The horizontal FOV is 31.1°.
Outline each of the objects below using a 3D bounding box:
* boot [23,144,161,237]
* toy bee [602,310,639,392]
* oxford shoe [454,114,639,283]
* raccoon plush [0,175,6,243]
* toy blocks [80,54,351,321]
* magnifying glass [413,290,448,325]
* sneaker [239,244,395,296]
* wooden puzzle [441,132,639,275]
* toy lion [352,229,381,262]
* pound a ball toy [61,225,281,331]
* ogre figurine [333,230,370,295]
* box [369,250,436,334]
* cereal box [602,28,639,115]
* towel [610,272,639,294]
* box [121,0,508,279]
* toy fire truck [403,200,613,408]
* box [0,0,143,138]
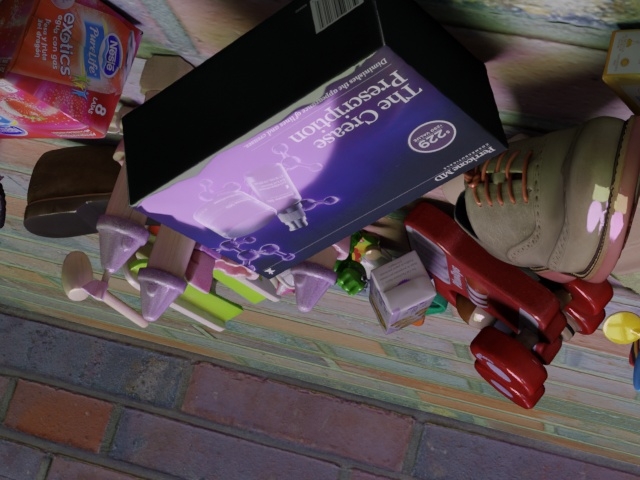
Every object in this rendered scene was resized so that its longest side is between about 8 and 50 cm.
[{"bbox_3d":[-0.243,-0.080,1.528,0.305,0.115,0.112,-4,155,5],"label":"boot"},{"bbox_3d":[0.484,0.137,1.478,0.195,0.162,0.298,10,-167,-21],"label":"toy bee"},{"bbox_3d":[0.183,-0.033,0.972,0.130,0.123,0.348,16,168,1],"label":"oxford shoe"},{"bbox_3d":[-0.500,-0.114,1.160,0.299,0.216,0.446,31,150,43],"label":"raccoon plush"},{"bbox_3d":[-0.151,-0.029,1.252,0.309,0.260,0.288,8,165,29],"label":"toy blocks"},{"bbox_3d":[0.166,0.111,1.938,0.092,0.026,0.231,14,164,6],"label":"magnifying glass"},{"bbox_3d":[-0.019,0.033,1.642,0.252,0.111,0.103,12,166,3],"label":"sneaker"},{"bbox_3d":[0.270,-0.038,1.208,0.238,0.044,0.221,24,165,-11],"label":"wooden puzzle"},{"bbox_3d":[0.027,0.007,1.549,0.096,0.034,0.100,-21,138,19],"label":"toy lion"},{"bbox_3d":[-0.235,0.038,1.796,0.208,0.136,0.319,-29,148,17],"label":"pound a ball toy"},{"bbox_3d":[0.000,0.000,1.439,0.197,0.097,0.118,29,172,23],"label":"ogre figurine"},{"bbox_3d":[0.107,0.077,1.557,0.067,0.063,0.324,-25,171,-3],"label":"box"},{"bbox_3d":[0.352,-0.102,0.838,0.240,0.047,0.173,4,162,39],"label":"cereal box"},{"bbox_3d":[0.398,0.036,1.369,0.110,0.027,0.148,0,158,47],"label":"towel"},{"bbox_3d":[-0.007,-0.089,0.956,0.261,0.103,0.184,-29,145,27],"label":"box"},{"bbox_3d":[0.223,0.070,1.492,0.254,0.169,0.302,39,173,17],"label":"toy fire truck"},{"bbox_3d":[-0.317,-0.179,1.138,0.257,0.123,0.128,4,162,41],"label":"box"}]
